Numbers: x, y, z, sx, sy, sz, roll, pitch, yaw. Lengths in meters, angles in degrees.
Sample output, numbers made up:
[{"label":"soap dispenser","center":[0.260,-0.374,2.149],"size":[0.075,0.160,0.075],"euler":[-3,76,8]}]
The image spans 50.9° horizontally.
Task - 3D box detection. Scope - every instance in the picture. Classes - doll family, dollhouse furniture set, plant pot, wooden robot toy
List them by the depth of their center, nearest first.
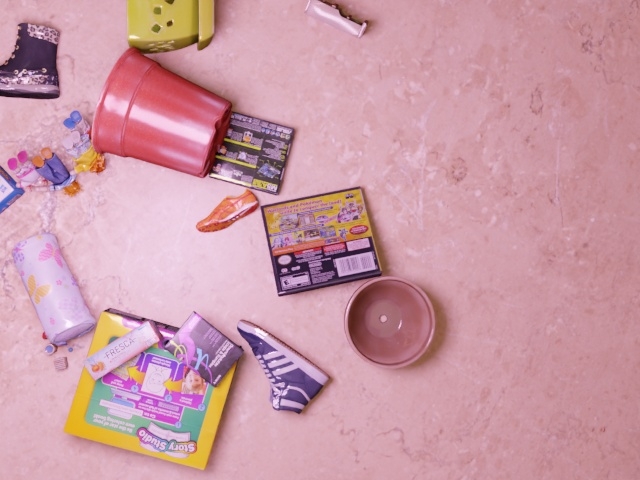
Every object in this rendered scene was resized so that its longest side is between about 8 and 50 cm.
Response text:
[{"label":"plant pot","center":[-0.371,-0.292,1.639],"size":[0.265,0.272,0.273],"euler":[21,87,-3]},{"label":"plant pot","center":[-0.369,-0.586,1.670],"size":[0.207,0.227,0.228],"euler":[0,97,-11]},{"label":"doll family","center":[-0.630,-0.185,1.677],"size":[0.263,0.163,0.118],"euler":[-38,68,-8]},{"label":"wooden robot toy","center":[-0.670,0.243,1.699],"size":[0.076,0.079,0.173],"euler":[4,88,-6]},{"label":"dollhouse furniture set","center":[0.084,-0.670,1.732],"size":[0.161,0.212,0.242],"euler":[25,113,-3]},{"label":"plant pot","center":[0.174,0.211,1.766],"size":[0.237,0.110,0.238],"euler":[0,88,-5]}]

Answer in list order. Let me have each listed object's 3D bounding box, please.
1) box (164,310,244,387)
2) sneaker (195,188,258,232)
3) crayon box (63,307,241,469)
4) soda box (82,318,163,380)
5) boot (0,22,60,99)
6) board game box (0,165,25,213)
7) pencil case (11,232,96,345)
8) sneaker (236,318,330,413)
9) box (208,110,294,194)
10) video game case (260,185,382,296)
[{"label":"box","center":[-0.285,0.268,1.654],"size":[0.162,0.029,0.116],"euler":[39,81,-4]},{"label":"sneaker","center":[-0.250,-0.075,1.764],"size":[0.175,0.064,0.067],"euler":[-28,72,-10]},{"label":"crayon box","center":[-0.418,0.374,1.707],"size":[0.362,0.106,0.313],"euler":[17,88,-5]},{"label":"soda box","center":[-0.473,0.261,1.619],"size":[0.183,0.063,0.058],"euler":[-31,90,-5]},{"label":"boot","center":[-0.778,-0.457,1.702],"size":[0.236,0.085,0.179],"euler":[4,86,-12]},{"label":"board game box","center":[-0.967,-0.134,1.674],"size":[0.308,0.086,0.302],"euler":[-43,93,-5]},{"label":"pencil case","center":[-0.655,0.116,1.658],"size":[0.113,0.124,0.273],"euler":[-33,79,21]},{"label":"sneaker","center":[-0.128,0.335,1.740],"size":[0.282,0.099,0.153],"euler":[36,84,-7]},{"label":"box","center":[-0.181,-0.230,1.774],"size":[0.190,0.045,0.184],"euler":[14,90,-5]},{"label":"video game case","center":[0.000,0.000,1.753],"size":[0.274,0.035,0.248],"euler":[-11,72,-4]}]
